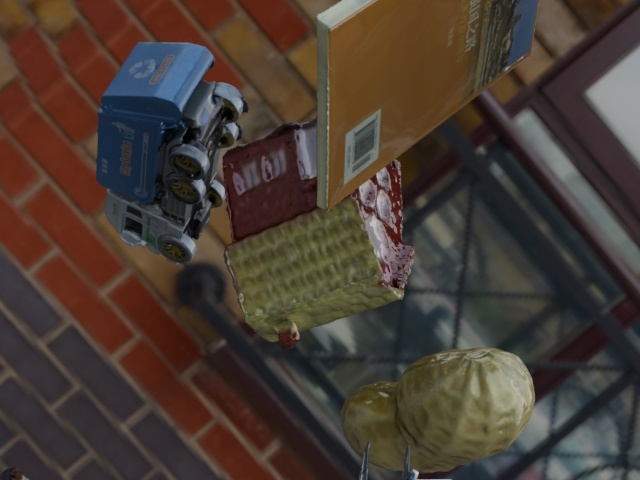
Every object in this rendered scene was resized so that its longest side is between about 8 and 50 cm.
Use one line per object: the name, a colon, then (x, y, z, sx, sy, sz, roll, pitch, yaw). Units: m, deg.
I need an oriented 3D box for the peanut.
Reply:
peanut: (0.139, 0.213, 1.716, 0.147, 0.147, 0.305, 50, -37, -4)

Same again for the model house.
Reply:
model house: (0.000, 0.000, 1.680, 0.160, 0.196, 0.253, 39, 39, -52)

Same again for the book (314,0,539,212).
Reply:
book: (0.127, -0.219, 1.519, 0.028, 0.374, 0.262, 34, -35, 28)

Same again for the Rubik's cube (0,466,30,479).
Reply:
Rubik's cube: (-0.278, 0.392, 1.288, 0.246, 0.248, 0.250, 44, -6, -10)

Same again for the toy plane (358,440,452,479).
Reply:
toy plane: (0.052, 0.322, 1.509, 0.058, 0.226, 0.226, 29, 25, -24)

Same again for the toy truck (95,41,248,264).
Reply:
toy truck: (-0.217, -0.125, 1.984, 0.175, 0.146, 0.367, 23, -36, 6)
